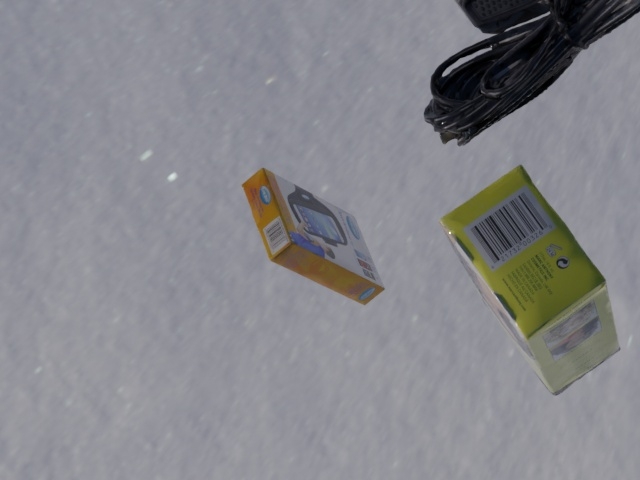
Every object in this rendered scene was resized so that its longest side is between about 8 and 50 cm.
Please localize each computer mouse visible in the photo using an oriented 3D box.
[{"bbox_3d":[0.116,-0.189,1.137,0.188,0.272,0.072,-39,137,18],"label":"computer mouse"}]

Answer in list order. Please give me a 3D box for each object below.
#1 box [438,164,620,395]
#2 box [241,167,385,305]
[{"bbox_3d":[0.129,0.030,1.082,0.058,0.232,0.087,-35,72,2],"label":"box"},{"bbox_3d":[0.000,0.000,1.452,0.028,0.136,0.081,-40,50,23],"label":"box"}]
